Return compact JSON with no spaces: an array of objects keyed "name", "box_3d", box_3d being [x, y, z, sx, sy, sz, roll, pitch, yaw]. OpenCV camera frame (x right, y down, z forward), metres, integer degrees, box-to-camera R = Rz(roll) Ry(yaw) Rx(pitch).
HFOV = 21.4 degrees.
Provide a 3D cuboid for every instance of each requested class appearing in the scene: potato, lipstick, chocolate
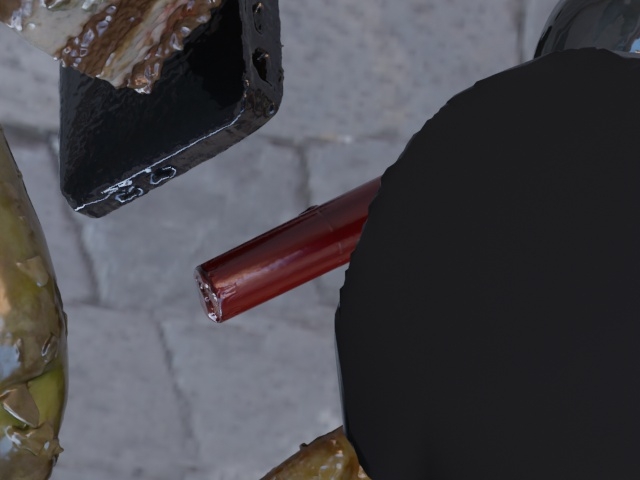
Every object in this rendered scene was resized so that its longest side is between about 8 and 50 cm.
[{"name":"potato","box_3d":[-0.240,0.023,0.966,0.192,0.296,0.141,-28,177,31]},{"name":"lipstick","box_3d":[0.000,0.000,1.758,0.280,0.073,0.073,-26,153,-18]},{"name":"chocolate","box_3d":[0.168,0.049,0.881,0.284,0.283,0.186,-14,152,31]}]

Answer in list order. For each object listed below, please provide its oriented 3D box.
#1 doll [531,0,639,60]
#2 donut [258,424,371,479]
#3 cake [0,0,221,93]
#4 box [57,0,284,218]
[{"name":"doll","box_3d":[0.206,-0.066,1.463,0.252,0.382,0.378,27,173,35]},{"name":"donut","box_3d":[0.059,0.264,1.280,0.278,0.277,0.108,5,180,6]},{"name":"cake","box_3d":[-0.257,-0.338,1.840,0.255,0.282,0.290,-52,157,14]},{"name":"box","box_3d":[-0.198,-0.236,2.116,0.350,0.359,0.091,-25,145,34]}]
